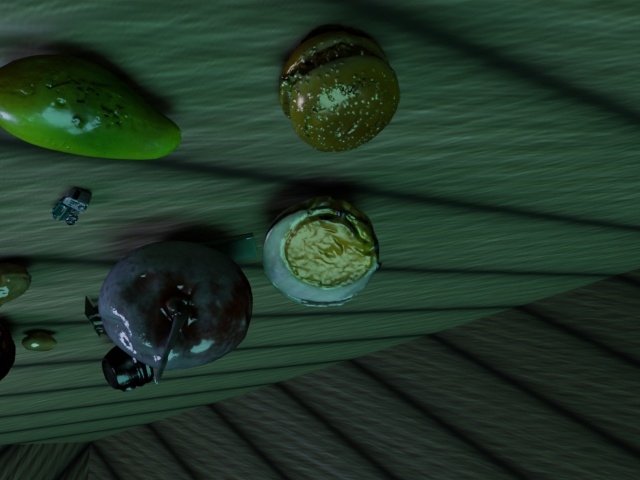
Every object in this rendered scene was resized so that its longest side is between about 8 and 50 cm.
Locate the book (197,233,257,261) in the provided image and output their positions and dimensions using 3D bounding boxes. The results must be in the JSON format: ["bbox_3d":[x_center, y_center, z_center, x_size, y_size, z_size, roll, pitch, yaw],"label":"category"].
[{"bbox_3d":[-0.232,0.025,1.041,0.135,0.017,0.103,-11,149,-6],"label":"book"}]

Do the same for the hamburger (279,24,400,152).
[{"bbox_3d":[0.029,-0.215,0.637,0.182,0.117,0.191,-8,155,-5],"label":"hamburger"}]

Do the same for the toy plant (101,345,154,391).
[{"bbox_3d":[-0.602,0.394,1.394,0.235,0.175,0.218,-25,174,-46],"label":"toy plant"}]

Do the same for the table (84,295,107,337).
[{"bbox_3d":[-0.572,0.213,1.173,0.146,0.062,0.175,-4,149,-17],"label":"table"}]

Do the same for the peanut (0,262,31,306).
[{"bbox_3d":[-0.737,0.113,0.895,0.226,0.095,0.108,-25,165,11],"label":"peanut"}]

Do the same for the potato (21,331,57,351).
[{"bbox_3d":[-0.835,0.303,1.216,0.068,0.062,0.083,-3,142,48],"label":"potato"}]

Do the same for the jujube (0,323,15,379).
[{"bbox_3d":[-0.914,0.306,1.094,0.168,0.168,0.236,14,134,-41],"label":"jujube"}]

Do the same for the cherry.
[{"bbox_3d":[-0.335,0.147,0.933,0.335,0.291,0.327,-4,163,42],"label":"cherry"}]

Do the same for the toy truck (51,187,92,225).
[{"bbox_3d":[-0.463,-0.063,0.761,0.083,0.039,0.044,-32,133,32],"label":"toy truck"}]

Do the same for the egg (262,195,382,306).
[{"bbox_3d":[-0.004,0.002,0.964,0.265,0.174,0.286,-20,126,9],"label":"egg"}]

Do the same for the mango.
[{"bbox_3d":[-0.308,-0.175,0.560,0.233,0.111,0.125,7,149,-35],"label":"mango"}]
